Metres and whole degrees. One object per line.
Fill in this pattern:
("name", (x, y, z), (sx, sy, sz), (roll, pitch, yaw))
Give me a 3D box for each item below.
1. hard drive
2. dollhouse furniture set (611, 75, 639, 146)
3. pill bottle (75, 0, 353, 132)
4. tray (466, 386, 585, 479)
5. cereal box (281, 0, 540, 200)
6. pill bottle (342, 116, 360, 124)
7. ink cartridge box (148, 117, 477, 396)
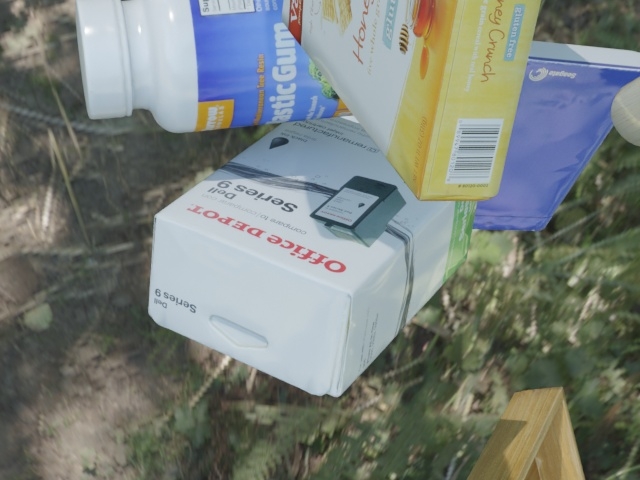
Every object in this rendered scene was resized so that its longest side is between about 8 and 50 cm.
("hard drive", (0.286, -0.134, 1.858), (0.210, 0.318, 0.040), (1, 48, -26))
("dollhouse furniture set", (0.326, -0.219, 1.353), (0.394, 0.256, 0.362), (48, 38, -15))
("pill bottle", (-0.084, -0.179, 1.254), (0.272, 0.152, 0.152), (-8, 72, -12))
("tray", (0.238, 0.351, 1.615), (0.076, 0.411, 0.202), (-9, 104, 25))
("cereal box", (0.040, -0.149, 0.686), (0.047, 0.173, 0.240), (-2, 29, -19))
("pill bottle", (0.025, -0.192, 1.798), (0.121, 0.216, 0.121), (1, 111, 3))
("ink cartridge box", (0.000, 0.000, 1.305), (0.211, 0.121, 0.289), (21, 34, 20))
